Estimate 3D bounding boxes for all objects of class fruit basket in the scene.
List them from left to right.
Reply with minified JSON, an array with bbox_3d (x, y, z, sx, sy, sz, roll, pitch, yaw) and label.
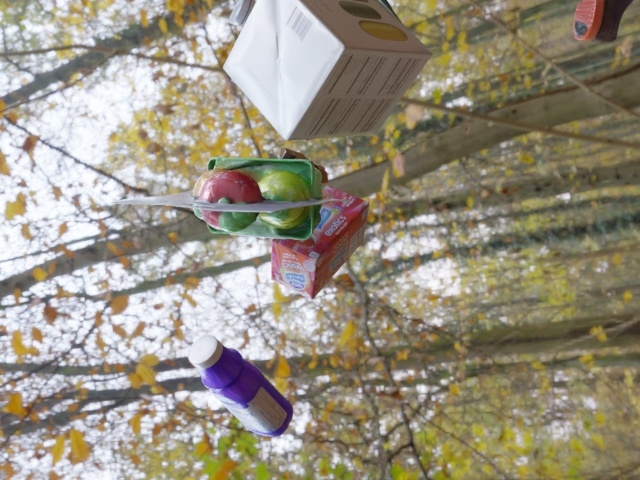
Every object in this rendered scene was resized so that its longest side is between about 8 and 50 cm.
[{"bbox_3d":[-0.150,-0.064,1.331,0.353,0.327,0.165,-29,-60,-64],"label":"fruit basket"}]

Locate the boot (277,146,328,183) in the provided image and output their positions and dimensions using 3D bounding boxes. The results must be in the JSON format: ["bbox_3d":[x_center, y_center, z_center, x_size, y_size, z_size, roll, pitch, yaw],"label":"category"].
[{"bbox_3d":[-0.044,-0.193,2.121,0.153,0.073,0.197,21,-139,-29],"label":"boot"}]

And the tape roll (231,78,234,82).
[{"bbox_3d":[-0.145,-0.492,1.864,0.072,0.219,0.219,33,-136,-8],"label":"tape roll"}]

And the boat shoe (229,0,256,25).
[{"bbox_3d":[-0.188,-0.654,1.978,0.084,0.095,0.258,30,-144,-17],"label":"boat shoe"}]

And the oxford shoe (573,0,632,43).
[{"bbox_3d":[0.643,-0.574,1.567,0.097,0.099,0.271,-120,39,-65],"label":"oxford shoe"}]

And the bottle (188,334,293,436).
[{"bbox_3d":[-0.162,0.295,1.432,0.092,0.118,0.282,-61,-43,-28],"label":"bottle"}]

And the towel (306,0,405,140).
[{"bbox_3d":[0.012,-0.439,1.586,0.040,0.370,0.271,-9,-117,-44],"label":"towel"}]

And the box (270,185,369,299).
[{"bbox_3d":[0.000,0.000,1.660,0.257,0.123,0.128,-47,-27,-42],"label":"box"}]

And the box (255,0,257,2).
[{"bbox_3d":[-0.080,-0.445,1.401,0.067,0.063,0.323,-32,-53,-35],"label":"box"}]

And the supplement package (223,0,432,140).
[{"bbox_3d":[0.015,-0.318,1.256,0.263,0.198,0.199,-14,-122,-49],"label":"supplement package"}]
